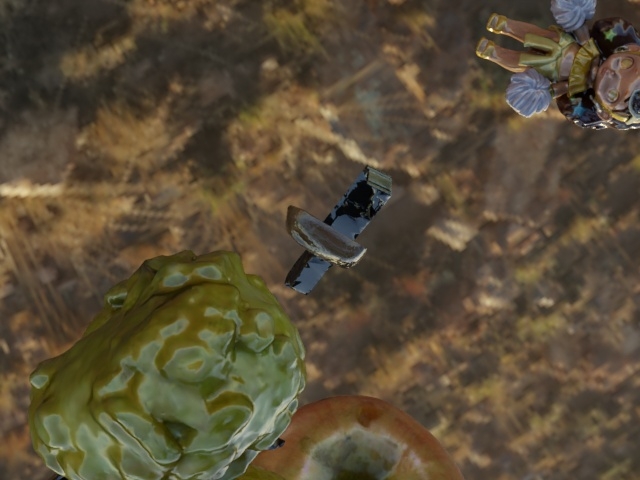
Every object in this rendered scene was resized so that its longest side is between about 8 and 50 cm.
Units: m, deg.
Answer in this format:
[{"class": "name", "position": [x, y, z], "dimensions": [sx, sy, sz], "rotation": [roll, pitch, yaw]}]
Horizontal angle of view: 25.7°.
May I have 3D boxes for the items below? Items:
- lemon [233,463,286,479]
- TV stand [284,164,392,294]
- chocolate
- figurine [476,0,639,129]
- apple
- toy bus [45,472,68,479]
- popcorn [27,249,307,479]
[{"class": "lemon", "position": [-0.108, 0.373, 1.347], "dimensions": [0.364, 0.364, 0.364], "rotation": [-21, 146, -16]}, {"class": "TV stand", "position": [0.020, -0.009, 1.761], "dimensions": [0.036, 0.042, 0.249], "rotation": [23, 139, -13]}, {"class": "chocolate", "position": [0.000, 0.000, 1.551], "dimensions": [0.031, 0.100, 0.064], "rotation": [-57, 179, -18]}, {"class": "figurine", "position": [0.304, -0.210, 1.679], "dimensions": [0.175, 0.240, 0.116], "rotation": [-66, 169, -1]}, {"class": "apple", "position": [0.048, 0.450, 2.158], "dimensions": [0.391, 0.391, 0.346], "rotation": [-20, 148, -17]}, {"class": "toy bus", "position": [-0.359, 0.387, 1.813], "dimensions": [0.331, 0.151, 0.145], "rotation": [-39, -171, -18]}, {"class": "popcorn", "position": [-0.117, 0.122, 1.145], "dimensions": [0.233, 0.192, 0.266], "rotation": [-48, -173, -25]}]
